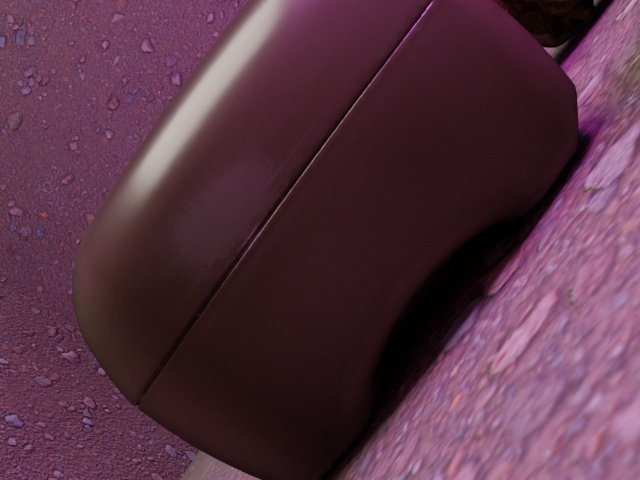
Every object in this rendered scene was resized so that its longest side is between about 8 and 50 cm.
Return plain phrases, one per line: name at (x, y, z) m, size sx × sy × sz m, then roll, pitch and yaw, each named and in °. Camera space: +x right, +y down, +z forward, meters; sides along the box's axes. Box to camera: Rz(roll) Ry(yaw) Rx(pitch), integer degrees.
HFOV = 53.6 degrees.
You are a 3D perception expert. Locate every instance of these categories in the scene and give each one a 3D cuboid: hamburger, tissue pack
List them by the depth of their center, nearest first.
tissue pack at (-0.013, -0.032, 0.515) m, size 0.387 × 0.277 × 0.267 m, roll -54°, pitch 2°, yaw 6°
hamburger at (0.278, -0.340, 0.816) m, size 0.159 × 0.185 × 0.131 m, roll -20°, pitch -20°, yaw -7°
